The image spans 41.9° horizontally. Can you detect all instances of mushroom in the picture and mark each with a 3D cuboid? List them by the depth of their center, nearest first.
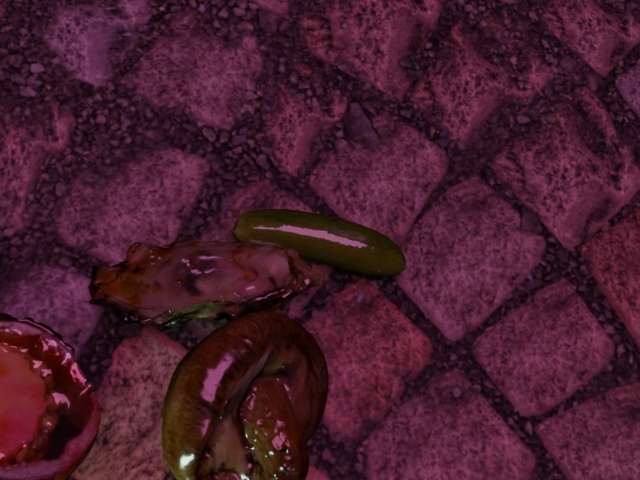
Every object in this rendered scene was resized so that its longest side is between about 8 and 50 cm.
[{"bbox_3d":[-0.109,0.254,1.208,0.263,0.195,0.283,6,71,-45],"label":"mushroom"}]

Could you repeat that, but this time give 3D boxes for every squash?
[{"bbox_3d":[0.001,-0.002,1.376,0.292,0.082,0.082,13,70,-4],"label":"squash"}]

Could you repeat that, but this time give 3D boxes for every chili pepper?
[{"bbox_3d":[-0.440,0.249,1.125,0.251,0.305,0.229,8,62,-20],"label":"chili pepper"}]

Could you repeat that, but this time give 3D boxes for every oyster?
[{"bbox_3d":[-0.176,0.066,1.298,0.361,0.096,0.221,-10,36,-18],"label":"oyster"}]
